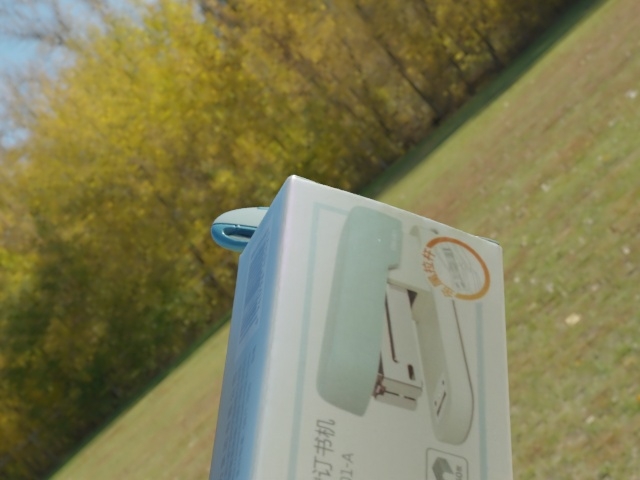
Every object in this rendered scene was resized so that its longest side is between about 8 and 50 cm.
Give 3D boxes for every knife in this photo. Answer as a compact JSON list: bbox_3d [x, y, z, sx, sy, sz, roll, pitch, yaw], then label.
[{"bbox_3d":[0.000,0.000,1.094,0.222,0.031,0.064,7,38,26],"label":"knife"}]

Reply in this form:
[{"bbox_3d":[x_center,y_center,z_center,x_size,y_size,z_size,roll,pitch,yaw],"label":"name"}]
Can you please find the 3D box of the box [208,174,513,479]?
[{"bbox_3d":[0.021,0.103,0.576,0.079,0.135,0.269,122,160,-46],"label":"box"}]
